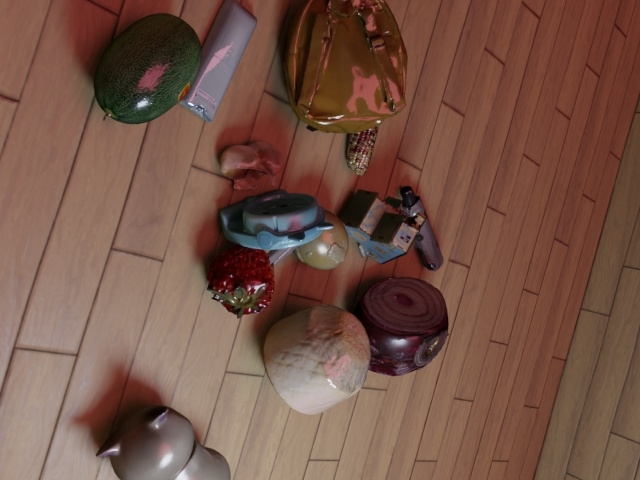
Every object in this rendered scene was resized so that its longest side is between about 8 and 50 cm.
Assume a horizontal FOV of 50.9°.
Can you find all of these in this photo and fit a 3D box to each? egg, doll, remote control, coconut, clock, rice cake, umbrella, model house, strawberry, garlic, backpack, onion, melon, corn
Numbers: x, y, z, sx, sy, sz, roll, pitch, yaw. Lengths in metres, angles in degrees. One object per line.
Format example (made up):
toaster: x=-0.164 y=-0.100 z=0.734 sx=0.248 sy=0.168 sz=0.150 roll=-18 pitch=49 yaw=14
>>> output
egg: x=-0.002 y=-0.001 z=1.884 sx=0.164 sy=0.164 sz=0.201 roll=-55 pitch=138 yaw=-19
doll: x=-0.365 y=0.555 z=1.644 sx=0.215 sy=0.226 sz=0.370 roll=-28 pitch=112 yaw=-1
remote control: x=-0.240 y=-0.438 z=1.631 sx=0.103 sy=0.051 sz=0.293 roll=31 pitch=80 yaw=-43
coconut: x=-0.024 y=0.329 z=1.871 sx=0.329 sy=0.329 sz=0.328 roll=-12 pitch=108 yaw=-41
clock: x=-0.098 y=-0.055 z=1.699 sx=0.224 sy=0.274 sz=0.094 roll=-25 pitch=116 yaw=-39
rice cake: x=-0.114 y=0.038 z=1.801 sx=0.206 sy=0.047 sz=0.036 roll=-45 pitch=171 yaw=9
umbrella: x=0.337 y=-0.039 z=2.253 sx=0.073 sy=0.067 sz=0.337 roll=-51 pitch=129 yaw=-37
model house: x=0.170 y=-0.055 z=2.018 sx=0.206 sy=0.271 sz=0.178 roll=31 pitch=77 yaw=-6
strawberry: x=-0.199 y=0.087 z=1.720 sx=0.187 sy=0.184 sz=0.201 roll=30 pitch=52 yaw=-24
garlic: x=-0.176 y=-0.195 z=1.720 sx=0.175 sy=0.099 sz=0.124 roll=-5 pitch=88 yaw=-42
backpack: x=0.071 y=-0.472 z=1.782 sx=0.354 sy=0.201 sz=0.377 roll=2 pitch=100 yaw=-18
onion: x=0.245 y=0.289 z=2.106 sx=0.337 sy=0.282 sz=0.260 roll=-33 pitch=141 yaw=-44
melon: x=-0.373 y=-0.359 z=1.435 sx=0.287 sy=0.182 sz=0.182 roll=-52 pitch=129 yaw=-21
corn: x=0.127 y=-0.318 z=1.981 sx=0.086 sy=0.086 sz=0.253 roll=7 pitch=97 yaw=-44
